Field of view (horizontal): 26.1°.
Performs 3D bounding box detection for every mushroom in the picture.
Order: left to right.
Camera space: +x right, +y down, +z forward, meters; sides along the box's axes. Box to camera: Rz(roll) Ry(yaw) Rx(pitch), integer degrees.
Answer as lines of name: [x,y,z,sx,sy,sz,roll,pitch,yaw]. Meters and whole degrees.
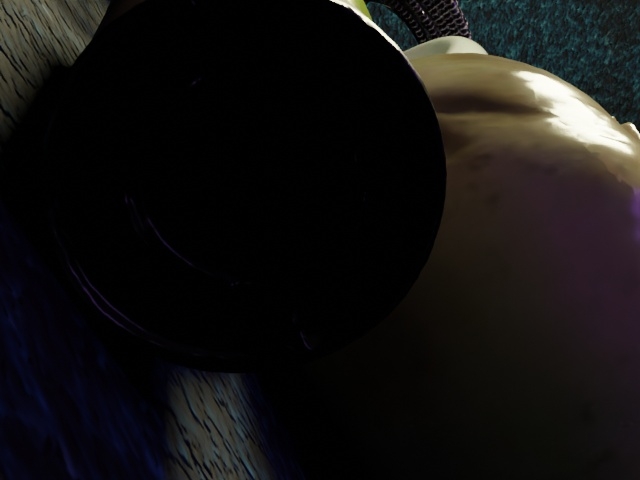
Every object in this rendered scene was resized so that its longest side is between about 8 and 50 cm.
mushroom: [0.148,0.065,0.704,0.353,0.353,0.325,-72,160,-85]

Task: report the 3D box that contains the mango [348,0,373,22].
mango: [-0.003,-0.117,1.154,0.175,0.143,0.293,86,-21,-87]

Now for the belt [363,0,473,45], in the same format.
belt: [0.045,-0.214,1.608,0.325,0.260,0.122,58,9,-22]

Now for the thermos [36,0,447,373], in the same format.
thermos: [-0.028,-0.047,0.526,0.136,0.109,0.330,57,4,-16]

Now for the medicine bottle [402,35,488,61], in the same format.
medicine bottle: [0.133,-0.038,1.483,0.302,0.241,0.241,58,4,-16]
